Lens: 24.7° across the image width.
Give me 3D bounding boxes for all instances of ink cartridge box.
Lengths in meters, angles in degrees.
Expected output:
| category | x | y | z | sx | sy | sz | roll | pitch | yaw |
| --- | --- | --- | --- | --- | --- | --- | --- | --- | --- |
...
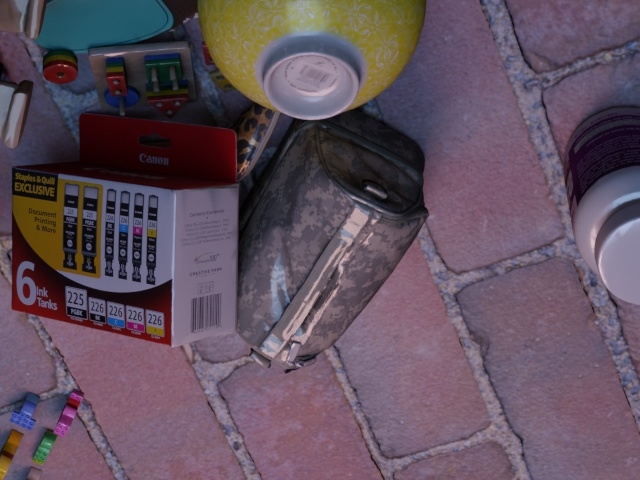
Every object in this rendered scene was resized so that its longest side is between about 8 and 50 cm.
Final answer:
| category | x | y | z | sx | sy | sz | roll | pitch | yaw |
| --- | --- | --- | --- | --- | --- | --- | --- | --- | --- |
| ink cartridge box | -0.263 | -0.023 | 1.937 | 0.309 | 0.130 | 0.271 | 8 | 101 | 37 |

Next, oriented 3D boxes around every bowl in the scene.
| category | x | y | z | sx | sy | sz | roll | pitch | yaw |
| --- | --- | --- | --- | --- | --- | --- | --- | --- | --- |
| bowl | -0.011 | -0.241 | 1.784 | 0.289 | 0.156 | 0.289 | 0 | 141 | 0 |

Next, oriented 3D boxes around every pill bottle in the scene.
| category | x | y | z | sx | sy | sz | roll | pitch | yaw |
| --- | --- | --- | --- | --- | --- | --- | --- | --- | --- |
| pill bottle | 0.405 | -0.043 | 1.885 | 0.169 | 0.301 | 0.169 | 2 | 117 | 4 |

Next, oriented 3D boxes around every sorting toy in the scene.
| category | x | y | z | sx | sy | sz | roll | pitch | yaw |
| --- | --- | --- | --- | --- | --- | --- | --- | --- | --- |
| sorting toy | -0.226 | -0.207 | 1.952 | 0.275 | 0.046 | 0.132 | -5 | 153 | -3 |

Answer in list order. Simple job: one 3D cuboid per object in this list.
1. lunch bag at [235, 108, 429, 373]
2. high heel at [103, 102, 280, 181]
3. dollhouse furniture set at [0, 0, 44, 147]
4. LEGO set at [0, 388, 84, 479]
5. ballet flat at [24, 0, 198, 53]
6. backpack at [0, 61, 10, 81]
| category | x | y | z | sx | sy | sz | roll | pitch | yaw |
| --- | --- | --- | --- | --- | --- | --- | --- | --- | --- |
| lunch bag | 0.000 | 0.000 | 1.967 | 0.213 | 0.256 | 0.305 | 29 | 116 | -9 |
| high heel | -0.175 | -0.146 | 2.005 | 0.186 | 0.093 | 0.261 | 33 | 115 | -6 |
| dollhouse furniture set | -0.504 | -0.348 | 1.766 | 0.362 | 0.256 | 0.394 | 11 | 102 | -11 |
| LEGO set | -0.458 | 0.328 | 2.265 | 0.087 | 0.093 | 0.227 | 26 | 116 | -8 |
| ballet flat | -0.192 | -0.350 | 1.877 | 0.409 | 0.147 | 0.147 | -14 | 115 | 16 |
| backpack | -0.523 | -0.201 | 1.964 | 0.173 | 0.158 | 0.117 | -13 | 132 | 10 |
